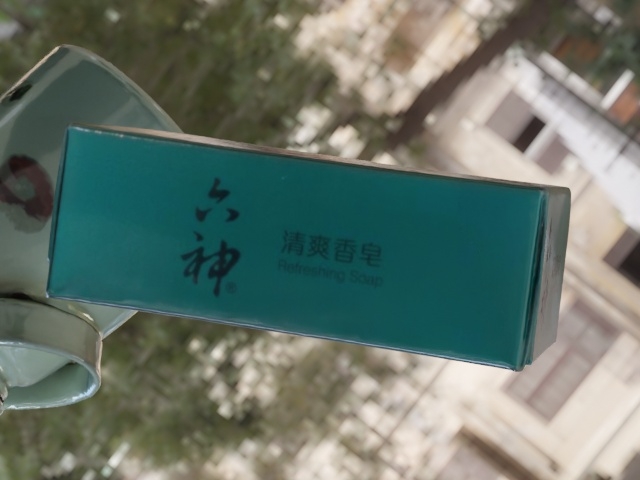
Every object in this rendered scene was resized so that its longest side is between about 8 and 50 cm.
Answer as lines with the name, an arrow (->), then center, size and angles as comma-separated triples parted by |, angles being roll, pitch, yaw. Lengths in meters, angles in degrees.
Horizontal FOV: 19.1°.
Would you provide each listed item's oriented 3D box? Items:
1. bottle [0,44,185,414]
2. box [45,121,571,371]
bottle -> -0.254, 0.033, 1.521 | 0.229, 0.351, 0.229 | 40, 163, 15
box -> 0.000, 0.000, 0.981 | 0.245, 0.092, 0.153 | 8, -178, 11
